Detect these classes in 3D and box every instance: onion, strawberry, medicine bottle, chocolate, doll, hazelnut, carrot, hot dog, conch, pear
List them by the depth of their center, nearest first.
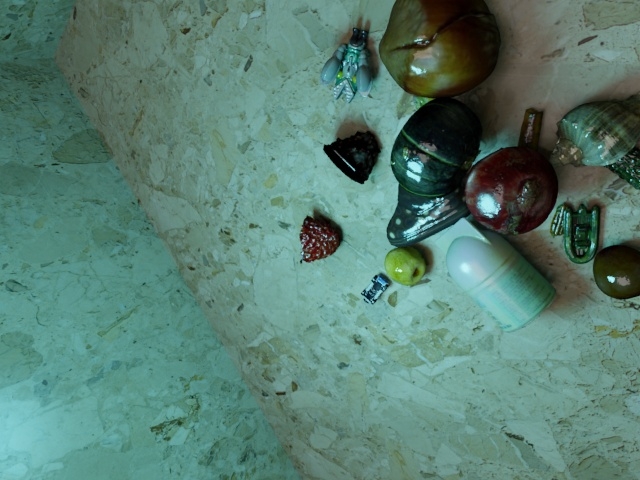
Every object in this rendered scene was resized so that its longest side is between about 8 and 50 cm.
[{"bbox_3d":[0.785,-0.324,1.218,0.159,0.210,0.291,37,117,-5],"label":"conch"},{"bbox_3d":[0.590,-0.151,1.315,0.276,0.276,0.276,17,122,30],"label":"onion"},{"bbox_3d":[0.368,-0.610,1.316,0.372,0.315,0.373,0,85,1],"label":"hazelnut"},{"bbox_3d":[0.944,0.094,1.332,0.176,0.176,0.177,17,122,30],"label":"chocolate"},{"bbox_3d":[0.683,-0.297,1.396,0.070,0.070,0.260,14,118,32],"label":"carrot"},{"bbox_3d":[0.807,-0.065,1.435,0.049,0.037,0.122,13,120,28],"label":"hot dog"},{"bbox_3d":[0.608,0.106,1.541,0.406,0.235,0.236,46,132,8],"label":"medicine bottle"},{"bbox_3d":[0.095,-0.655,1.608,0.194,0.153,0.259,-4,105,24],"label":"doll"},{"bbox_3d":[0.151,-0.365,1.748,0.224,0.206,0.177,44,88,-2],"label":"chocolate"},{"bbox_3d":[0.351,0.105,1.794,0.178,0.178,0.178,17,122,30],"label":"pear"},{"bbox_3d":[0.000,0.000,1.992,0.177,0.234,0.234,1,114,15],"label":"strawberry"}]

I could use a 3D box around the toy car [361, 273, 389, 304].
[{"bbox_3d":[0.255,0.231,1.989,0.080,0.070,0.171,41,129,14],"label":"toy car"}]

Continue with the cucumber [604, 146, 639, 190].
[{"bbox_3d":[0.985,-0.157,1.217,0.359,0.096,0.096,40,131,12],"label":"cucumber"}]

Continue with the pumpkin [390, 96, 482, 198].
[{"bbox_3d":[0.364,-0.289,1.346,0.241,0.323,0.323,36,130,21],"label":"pumpkin"}]

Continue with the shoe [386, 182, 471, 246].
[{"bbox_3d":[0.376,-0.136,1.638,0.384,0.171,0.237,-29,99,41],"label":"shoe"}]

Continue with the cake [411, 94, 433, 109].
[{"bbox_3d":[0.416,-0.468,1.532,0.109,0.090,0.226,-28,75,44],"label":"cake"}]

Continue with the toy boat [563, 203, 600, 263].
[{"bbox_3d":[0.860,-0.021,1.403,0.104,0.052,0.210,-3,111,19],"label":"toy boat"}]
